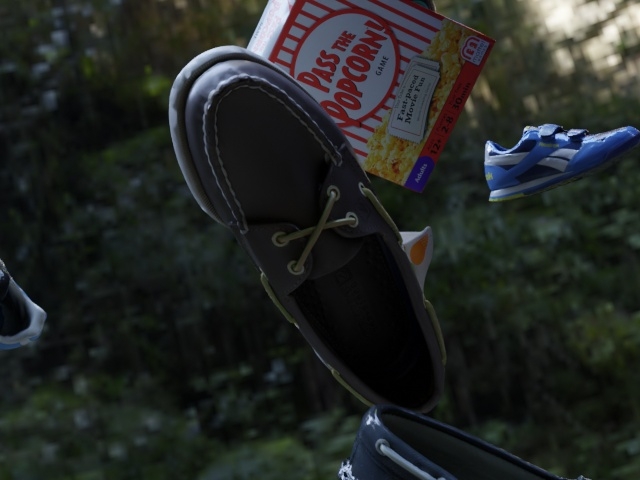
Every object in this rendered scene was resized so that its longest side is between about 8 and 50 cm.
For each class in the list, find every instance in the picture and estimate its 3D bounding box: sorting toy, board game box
[{"bbox_3d":[0.054,0.029,1.540,0.083,0.045,0.075,0,-57,22],"label":"sorting toy"},{"bbox_3d":[0.032,-0.139,1.518,0.193,0.045,0.146,20,-80,-32],"label":"board game box"}]

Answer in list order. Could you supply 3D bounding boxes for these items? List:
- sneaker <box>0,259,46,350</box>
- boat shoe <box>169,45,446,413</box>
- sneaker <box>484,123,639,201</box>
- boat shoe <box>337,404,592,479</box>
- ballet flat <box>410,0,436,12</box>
[{"bbox_3d":[-0.343,0.023,1.689,0.086,0.085,0.237,-10,-38,31],"label":"sneaker"},{"bbox_3d":[0.000,0.000,1.321,0.117,0.097,0.324,-34,-55,-7],"label":"boat shoe"},{"bbox_3d":[0.206,-0.078,1.581,0.144,0.059,0.053,-18,-7,18],"label":"sneaker"},{"bbox_3d":[0.154,0.195,1.190,0.303,0.091,0.114,18,17,9],"label":"boat shoe"},{"bbox_3d":[0.108,-0.287,2.136,0.073,0.206,0.067,1,18,30],"label":"ballet flat"}]
